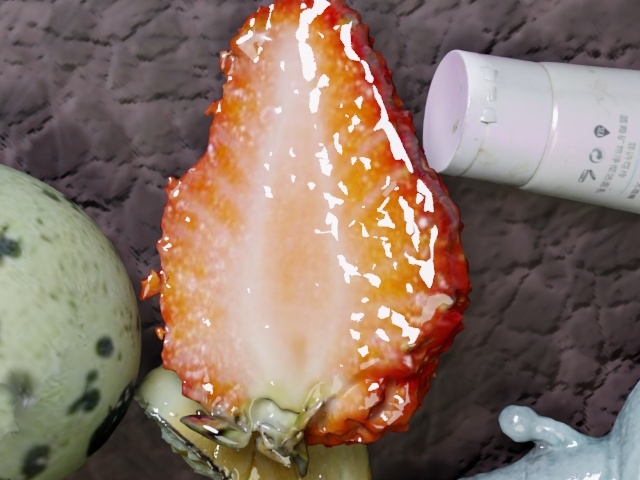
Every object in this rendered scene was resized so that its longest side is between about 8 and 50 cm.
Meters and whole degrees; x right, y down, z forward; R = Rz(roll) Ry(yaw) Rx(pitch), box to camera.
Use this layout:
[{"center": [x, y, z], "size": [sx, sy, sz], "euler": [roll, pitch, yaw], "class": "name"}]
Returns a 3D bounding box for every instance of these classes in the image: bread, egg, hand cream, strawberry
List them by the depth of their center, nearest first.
[{"center": [-0.203, 0.039, 0.778], "size": [0.228, 0.177, 0.177], "euler": [26, 108, 2], "class": "egg"}, {"center": [0.006, 0.002, 0.817], "size": [0.175, 0.107, 0.236], "euler": [26, 92, 14], "class": "strawberry"}, {"center": [0.215, -0.053, 0.848], "size": [0.312, 0.070, 0.111], "euler": [8, 109, -17], "class": "hand cream"}, {"center": [-0.036, 0.105, 0.868], "size": [0.157, 0.083, 0.094], "euler": [20, 88, -20], "class": "bread"}]

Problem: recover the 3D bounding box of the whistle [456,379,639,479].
[{"center": [0.187, 0.143, 0.890], "size": [0.346, 0.134, 0.142], "euler": [-18, 116, 12], "class": "whistle"}]
